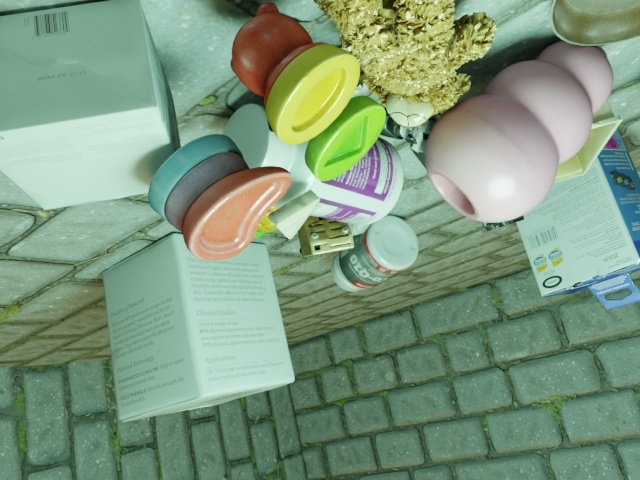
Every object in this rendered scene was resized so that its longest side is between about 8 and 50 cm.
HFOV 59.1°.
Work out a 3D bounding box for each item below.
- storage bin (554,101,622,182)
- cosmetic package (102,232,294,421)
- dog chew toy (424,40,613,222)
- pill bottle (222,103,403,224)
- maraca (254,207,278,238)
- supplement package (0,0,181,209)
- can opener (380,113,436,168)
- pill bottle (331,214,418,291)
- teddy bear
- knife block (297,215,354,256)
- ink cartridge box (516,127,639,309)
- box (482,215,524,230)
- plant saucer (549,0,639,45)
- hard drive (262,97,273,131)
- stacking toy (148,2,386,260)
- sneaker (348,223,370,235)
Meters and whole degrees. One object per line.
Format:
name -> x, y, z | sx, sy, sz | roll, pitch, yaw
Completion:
storage bin -> 0.404, -0.194, 1.117 | 0.261, 0.123, 0.262 | -16, 164, 8
cosmetic package -> -0.322, 0.227, 1.480 | 0.327, 0.393, 0.329 | -25, 159, 34
dog chew toy -> 0.325, -0.185, 0.894 | 0.332, 0.206, 0.206 | -44, 163, -3
pill bottle -> -0.012, -0.126, 0.943 | 0.169, 0.169, 0.302 | -26, 155, 38
maraca -> -0.113, -0.063, 1.168 | 0.127, 0.099, 0.185 | 0, 141, -38
supplement package -> -0.282, -0.155, 0.683 | 0.194, 0.149, 0.203 | -11, 163, -8
can opener -> 0.186, -0.197, 1.071 | 0.093, 0.074, 0.280 | 18, 178, 30
pill bottle -> 0.149, 0.050, 1.659 | 0.161, 0.161, 0.283 | -5, 161, -26
teddy bear -> 0.108, -0.247, 0.748 | 0.245, 0.113, 0.338 | -10, 163, -3
knife block -> 0.000, 0.000, 1.269 | 0.088, 0.275, 0.242 | -11, 134, -7
ink cartridge box -> 0.620, -0.034, 1.327 | 0.151, 0.395, 0.270 | -3, 161, -30
box -> 0.385, -0.064, 1.211 | 0.083, 0.062, 0.052 | -19, 164, 21
plant saucer -> 0.444, -0.365, 0.716 | 0.311, 0.050, 0.310 | -11, 164, -3
hard drive -> -0.019, -0.199, 0.831 | 0.135, 0.094, 0.022 | -2, 161, -34
stacking toy -> -0.068, -0.128, 0.734 | 0.309, 0.130, 0.279 | -49, 163, 17
sneaker -> 0.103, -0.086, 1.348 | 0.086, 0.085, 0.237 | -35, 168, -23
